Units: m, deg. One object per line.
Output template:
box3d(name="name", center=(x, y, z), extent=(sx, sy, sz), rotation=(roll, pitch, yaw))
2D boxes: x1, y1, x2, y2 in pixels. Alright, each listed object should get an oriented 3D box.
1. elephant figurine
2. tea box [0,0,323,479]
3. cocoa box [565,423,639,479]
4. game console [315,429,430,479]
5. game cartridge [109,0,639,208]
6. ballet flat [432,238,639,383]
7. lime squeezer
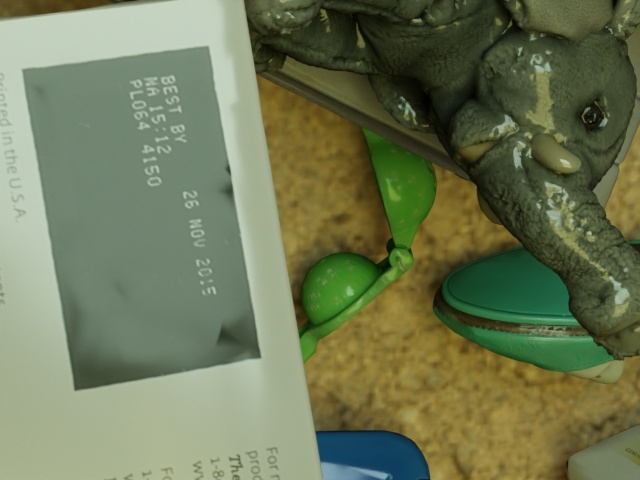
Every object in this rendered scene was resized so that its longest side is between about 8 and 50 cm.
box3d(name="elephant figurine", center=(0.074, -0.092, 0.802), extent=(0.239, 0.169, 0.186), rotation=(28, 98, -17))
box3d(name="tea box", center=(-0.141, 0.094, 0.753), extent=(0.220, 0.323, 0.329), rotation=(-9, 87, -15))
box3d(name="cocoa box", center=(0.335, 0.230, 0.973), extent=(0.228, 0.347, 0.231), rotation=(-21, 113, -20))
box3d(name="game console", center=(-0.094, 0.240, 1.007), extent=(0.293, 0.173, 0.250), rotation=(1, 79, -13))
box3d(name="game cartridge", center=(0.031, -0.178, 0.888), extent=(0.355, 0.068, 0.230), rotation=(25, 81, -23))
box3d(name="ballet flat", center=(0.185, 0.040, 1.023), extent=(0.247, 0.083, 0.087), rotation=(-13, 129, -11))
box3d(name="lime squeezer", center=(0.000, 0.000, 0.961), extent=(0.110, 0.059, 0.310), rotation=(10, 105, -21))
